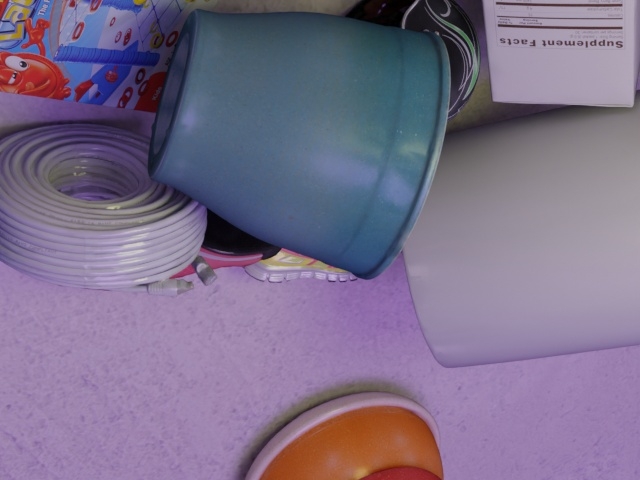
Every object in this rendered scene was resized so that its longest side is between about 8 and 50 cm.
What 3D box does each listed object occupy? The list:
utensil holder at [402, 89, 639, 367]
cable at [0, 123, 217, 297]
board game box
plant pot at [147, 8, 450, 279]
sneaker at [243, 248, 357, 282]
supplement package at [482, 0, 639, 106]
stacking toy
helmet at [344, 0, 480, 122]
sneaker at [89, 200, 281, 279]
[{"bbox_3d":[0.319,-0.014,1.587,0.385,0.328,0.328,-10,138,16],"label":"utensil holder"},{"bbox_3d":[-0.252,-0.041,1.374,0.257,0.257,0.089,0,123,-19],"label":"cable"},{"bbox_3d":[-0.231,-0.288,1.247,0.301,0.086,0.308,2,128,-48],"label":"board game box"},{"bbox_3d":[-0.036,-0.121,1.303,0.255,0.272,0.272,15,120,-15],"label":"plant pot"},{"bbox_3d":[0.000,0.000,1.678,0.208,0.081,0.094,-6,123,-28],"label":"sneaker"},{"bbox_3d":[0.286,-0.323,1.449,0.175,0.178,0.293,4,138,18],"label":"supplement package"},{"bbox_3d":[0.111,0.499,1.880,0.350,0.480,0.351,-16,133,-17],"label":"stacking toy"},{"bbox_3d":[0.112,-0.215,1.492,0.169,0.169,0.161,-36,117,2],"label":"helmet"},{"bbox_3d":[-0.200,0.000,1.563,0.313,0.116,0.136,-3,154,-27],"label":"sneaker"}]
